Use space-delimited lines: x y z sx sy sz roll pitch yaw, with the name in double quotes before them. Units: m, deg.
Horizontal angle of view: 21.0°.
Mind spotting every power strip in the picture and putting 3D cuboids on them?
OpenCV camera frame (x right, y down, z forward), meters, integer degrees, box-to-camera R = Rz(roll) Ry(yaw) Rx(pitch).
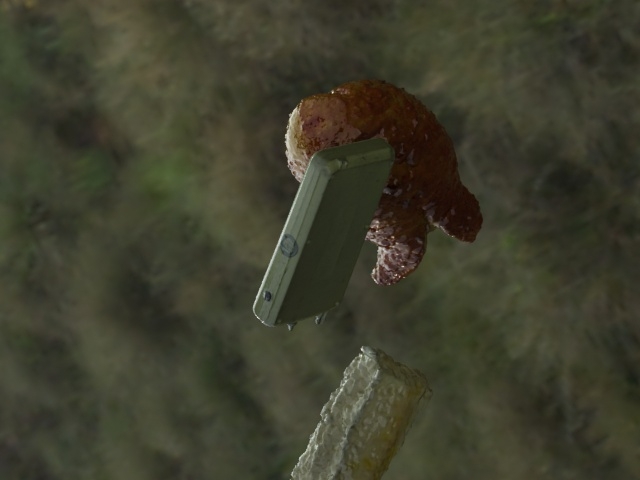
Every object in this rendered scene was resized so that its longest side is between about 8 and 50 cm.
"power strip" 0.000 0.000 1.260 0.028 0.076 0.169 43 129 30

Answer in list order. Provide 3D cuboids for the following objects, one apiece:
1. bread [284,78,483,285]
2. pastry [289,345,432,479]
"bread" 0.065 -0.052 1.611 0.269 0.139 0.095 54 -168 -40
"pastry" 0.040 0.247 1.966 0.089 0.121 0.258 30 98 54
